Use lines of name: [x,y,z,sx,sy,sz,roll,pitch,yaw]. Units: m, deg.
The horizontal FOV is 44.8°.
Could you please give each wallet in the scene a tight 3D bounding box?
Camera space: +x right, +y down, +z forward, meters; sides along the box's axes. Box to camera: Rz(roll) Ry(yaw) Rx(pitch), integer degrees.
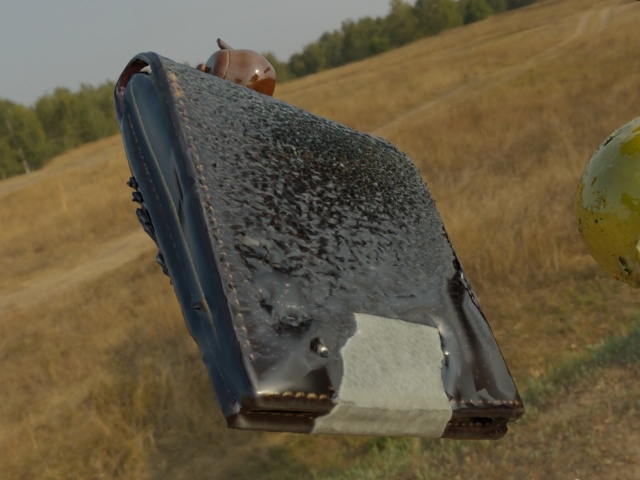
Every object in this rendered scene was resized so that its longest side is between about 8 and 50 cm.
wallet: [0.000,0.000,0.480,0.221,0.262,0.071,16,-52,-42]

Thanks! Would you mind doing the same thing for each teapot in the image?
teapot: [-0.132,-0.228,1.134,0.116,0.116,0.173,-12,55,13]

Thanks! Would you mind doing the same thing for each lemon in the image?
lemon: [0.334,-0.036,0.748,0.173,0.173,0.206,-4,39,43]

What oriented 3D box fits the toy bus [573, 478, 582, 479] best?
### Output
toy bus: [0.437,0.587,1.222,0.177,0.365,0.202,-19,17,-42]
